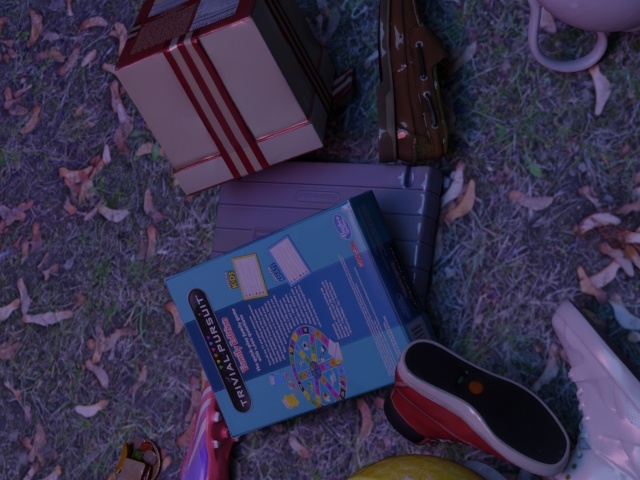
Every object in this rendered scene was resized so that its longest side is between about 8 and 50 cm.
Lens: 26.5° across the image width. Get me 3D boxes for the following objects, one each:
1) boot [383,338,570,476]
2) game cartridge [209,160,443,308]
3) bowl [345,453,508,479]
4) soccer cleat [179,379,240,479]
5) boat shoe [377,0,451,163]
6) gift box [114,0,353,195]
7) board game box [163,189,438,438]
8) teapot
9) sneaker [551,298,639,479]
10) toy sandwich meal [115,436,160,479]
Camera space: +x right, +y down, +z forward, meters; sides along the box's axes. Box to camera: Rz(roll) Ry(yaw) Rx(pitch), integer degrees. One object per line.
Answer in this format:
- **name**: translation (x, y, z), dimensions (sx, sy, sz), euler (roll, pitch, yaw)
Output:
- **boot**: translation (0.196, 0.243, 1.741), dimensions (0.244, 0.176, 0.088), euler (32, 57, 14)
- **game cartridge**: translation (0.000, 0.000, 1.985), dimensions (0.355, 0.068, 0.230), euler (5, 86, 31)
- **bowl**: translation (0.172, 0.373, 1.730), dimensions (0.289, 0.289, 0.156), euler (30, 53, 31)
- **soccer cleat**: translation (-0.170, 0.311, 2.009), dimensions (0.095, 0.083, 0.248), euler (-3, 81, 35)
- **boat shoe**: translation (0.134, -0.252, 1.941), dimensions (0.104, 0.111, 0.307), euler (-1, 74, 4)
- **gift box**: translation (-0.112, -0.243, 1.967), dimensions (0.255, 0.258, 0.276), euler (-15, 32, 23)
- **board game box**: translation (-0.028, 0.107, 1.897), dimensions (0.336, 0.079, 0.254), euler (-22, 91, 32)
- **teapot**: translation (0.398, -0.358, 1.758), dimensions (0.256, 0.187, 0.253), euler (-2, 57, 56)
- **sneaker**: translation (0.341, 0.227, 1.707), dimensions (0.169, 0.108, 0.292), euler (-40, 64, 14)
- **toy sandwich meal**: translation (-0.284, 0.346, 2.096), dimensions (0.085, 0.029, 0.086), euler (-7, 77, 29)
